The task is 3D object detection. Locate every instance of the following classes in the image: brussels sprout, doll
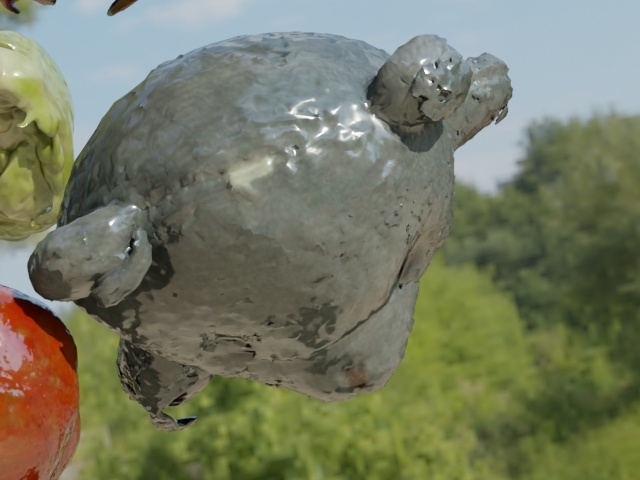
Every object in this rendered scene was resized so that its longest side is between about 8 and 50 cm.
[{"bbox_3d":[-0.259,-0.091,1.542,0.131,0.183,0.145,-10,38,0],"label":"brussels sprout"},{"bbox_3d":[0.004,0.005,0.932,0.246,0.158,0.340,-36,-19,1],"label":"doll"}]

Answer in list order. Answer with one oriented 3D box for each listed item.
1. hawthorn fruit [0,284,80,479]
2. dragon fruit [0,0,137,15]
[{"bbox_3d":[-0.157,0.071,0.820,0.128,0.128,0.128,-12,-5,-1],"label":"hawthorn fruit"},{"bbox_3d":[-0.096,-0.169,0.789,0.136,0.133,0.166,23,-42,-9],"label":"dragon fruit"}]
